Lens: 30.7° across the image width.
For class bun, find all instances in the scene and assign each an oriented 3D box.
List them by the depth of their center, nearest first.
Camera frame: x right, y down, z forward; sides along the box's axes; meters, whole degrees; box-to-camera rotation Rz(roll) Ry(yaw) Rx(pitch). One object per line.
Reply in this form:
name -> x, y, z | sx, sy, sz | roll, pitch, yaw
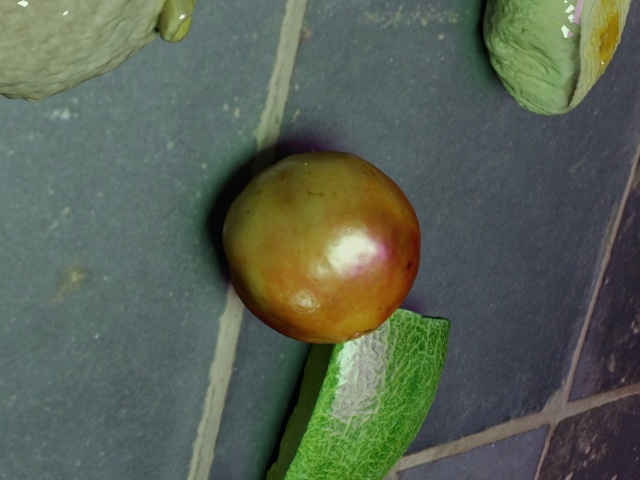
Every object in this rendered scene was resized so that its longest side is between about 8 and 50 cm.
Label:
bun -> 0.273, -0.276, 1.372 | 0.244, 0.153, 0.244 | -51, 151, -44

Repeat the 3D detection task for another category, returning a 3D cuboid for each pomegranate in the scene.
pomegranate -> 0.004, 0.005, 1.188 | 0.209, 0.209, 0.209 | -25, 128, -37

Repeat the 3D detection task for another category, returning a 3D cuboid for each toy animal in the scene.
toy animal -> -0.204, -0.218, 0.848 | 0.358, 0.188, 0.227 | -36, 128, -29

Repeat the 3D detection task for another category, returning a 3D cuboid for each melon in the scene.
melon -> 0.031, 0.222, 1.405 | 0.196, 0.124, 0.324 | 19, 95, -43
